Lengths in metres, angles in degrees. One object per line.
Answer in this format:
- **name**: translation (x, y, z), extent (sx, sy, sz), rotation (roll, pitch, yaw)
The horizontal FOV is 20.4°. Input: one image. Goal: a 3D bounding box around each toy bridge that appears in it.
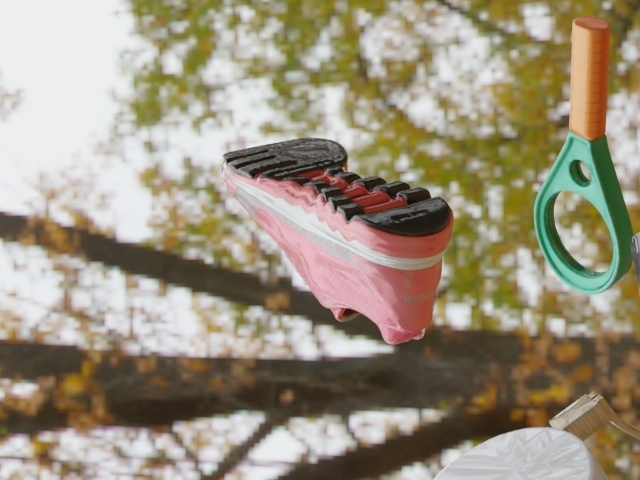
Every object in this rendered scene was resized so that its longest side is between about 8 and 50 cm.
- **toy bridge**: translation (0.218, 0.170, 1.098), extent (0.063, 0.026, 0.188), rotation (-36, -80, -5)

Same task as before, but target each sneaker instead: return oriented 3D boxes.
- **sneaker**: translation (0.000, 0.000, 1.594), extent (0.116, 0.314, 0.136), rotation (-12, -65, -29)

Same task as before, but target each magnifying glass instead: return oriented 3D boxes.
- **magnifying glass**: translation (0.200, -0.060, 1.346), extent (0.026, 0.092, 0.231), rotation (-25, -51, -32)

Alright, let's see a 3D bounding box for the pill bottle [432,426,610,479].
- **pill bottle**: translation (0.142, 0.215, 0.892), extent (0.245, 0.136, 0.136), rotation (58, -137, -25)

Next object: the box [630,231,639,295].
- **box**: translation (0.225, 0.108, 0.679), extent (0.077, 0.242, 0.307), rotation (-4, -104, -16)
